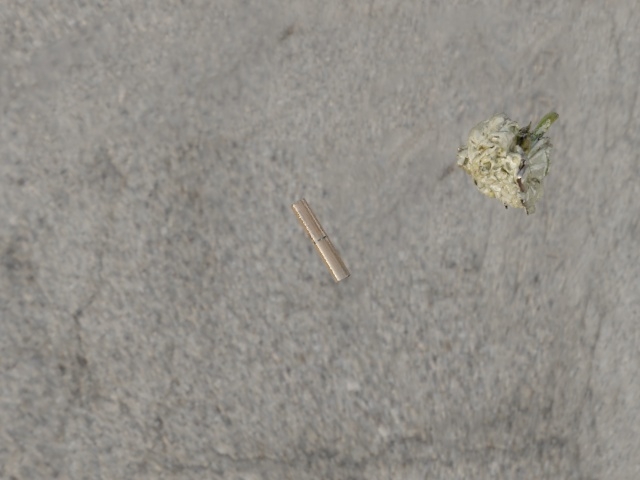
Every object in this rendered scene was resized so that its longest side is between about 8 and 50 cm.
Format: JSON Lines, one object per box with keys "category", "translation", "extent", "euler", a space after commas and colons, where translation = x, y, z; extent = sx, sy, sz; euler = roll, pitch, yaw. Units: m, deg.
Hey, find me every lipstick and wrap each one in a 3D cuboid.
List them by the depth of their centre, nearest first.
{"category": "lipstick", "translation": [0.000, 0.000, 0.984], "extent": [0.019, 0.019, 0.094], "euler": [-31, 85, -7]}

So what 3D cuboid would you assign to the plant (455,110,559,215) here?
{"category": "plant", "translation": [0.202, -0.088, 0.940], "extent": [0.122, 0.116, 0.104], "euler": [-43, 91, -7]}
